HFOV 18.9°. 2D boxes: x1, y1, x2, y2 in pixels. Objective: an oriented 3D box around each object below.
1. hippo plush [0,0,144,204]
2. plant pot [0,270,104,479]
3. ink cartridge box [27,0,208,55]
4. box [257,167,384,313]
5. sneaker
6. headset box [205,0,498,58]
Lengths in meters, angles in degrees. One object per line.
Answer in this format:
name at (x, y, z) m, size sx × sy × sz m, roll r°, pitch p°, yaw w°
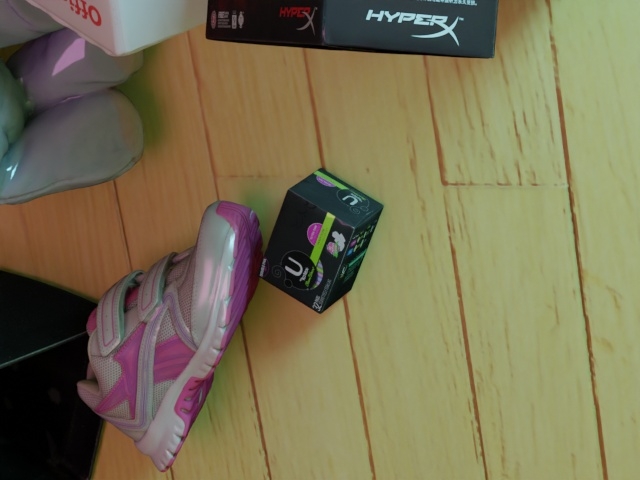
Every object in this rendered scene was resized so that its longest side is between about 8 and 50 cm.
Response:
hippo plush at (-0.284, -0.114, 1.509) m, size 0.236 × 0.234 × 0.294 m, roll 27°, pitch 110°, yaw 54°
plant pot at (-0.299, 0.123, 1.606) m, size 0.167 × 0.188 × 0.187 m, roll 34°, pitch 124°, yaw 29°
ink cartridge box at (-0.151, -0.266, 1.273) m, size 0.172 × 0.100 × 0.237 m, roll 34°, pitch 139°, yaw 45°
box at (0.000, 0.000, 1.446) m, size 0.062 × 0.052 × 0.083 m, roll 30°, pitch 123°, yaw 16°
sneaker at (-0.125, 0.067, 1.503) m, size 0.111 × 0.103 × 0.252 m, roll 25°, pitch 121°, yaw 0°
headset box at (0.022, -0.258, 1.130) m, size 0.218 × 0.110 × 0.293 m, roll -161°, pitch 74°, yaw -68°
